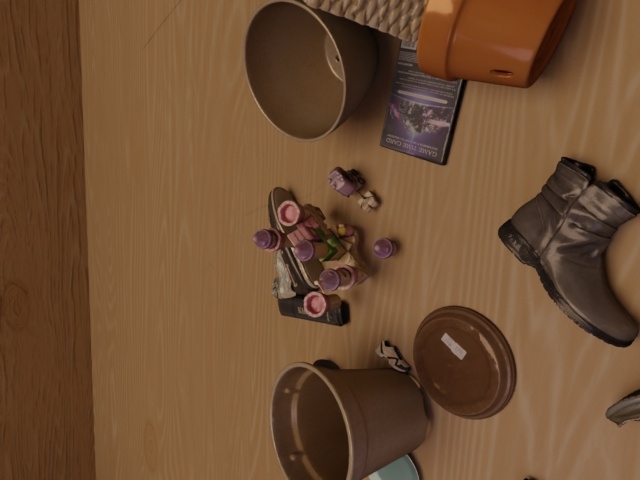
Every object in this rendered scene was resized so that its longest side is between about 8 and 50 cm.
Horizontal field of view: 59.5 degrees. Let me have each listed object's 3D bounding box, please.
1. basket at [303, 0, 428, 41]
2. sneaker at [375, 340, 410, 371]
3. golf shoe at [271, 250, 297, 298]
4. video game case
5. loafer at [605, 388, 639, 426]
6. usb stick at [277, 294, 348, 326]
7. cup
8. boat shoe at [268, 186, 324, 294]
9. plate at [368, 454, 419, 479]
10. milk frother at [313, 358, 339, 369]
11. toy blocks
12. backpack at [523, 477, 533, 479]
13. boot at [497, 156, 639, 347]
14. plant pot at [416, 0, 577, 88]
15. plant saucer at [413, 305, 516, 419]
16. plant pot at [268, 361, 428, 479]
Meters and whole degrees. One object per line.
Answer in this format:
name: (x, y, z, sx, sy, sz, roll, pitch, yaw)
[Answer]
basket: (0.105, -0.637, 1.161, 0.331, 0.329, 0.266, -58, 43, 35)
sneaker: (0.194, 0.306, 1.478, 0.109, 0.040, 0.043, 34, 104, 29)
golf shoe: (-0.101, 0.095, 1.734, 0.086, 0.069, 0.176, -1, 79, 13)
video game case: (0.244, -0.335, 1.325, 0.196, 0.026, 0.274, 27, 117, 40)
loafer: (0.630, 0.295, 0.987, 0.251, 0.095, 0.087, -38, 66, 43)
usb stick: (-0.028, 0.206, 1.684, 0.278, 0.045, 0.077, 3, 98, 45)
cup: (0.007, -0.435, 1.371, 0.331, 0.237, 0.330, 27, 133, 33)
boat shoe: (-0.094, 0.006, 1.670, 0.096, 0.112, 0.334, -31, 78, 39)
plate: (0.201, 0.636, 1.540, 0.188, 0.024, 0.188, 10, 105, 44)
milk frother: (0.029, 0.448, 1.646, 0.143, 0.129, 0.134, 15, 114, -2)
toy blocks: (0.000, 0.000, 1.408, 0.309, 0.260, 0.288, -43, 70, 20)
backpack: (0.455, 0.599, 1.214, 0.084, 0.105, 0.114, 20, 116, 43)
boot: (0.514, 0.016, 1.050, 0.338, 0.118, 0.222, 51, 124, 22)
plant pot: (0.343, -0.418, 1.050, 0.204, 0.291, 0.290, 30, 119, 20)
plant saucer: (0.329, 0.295, 1.338, 0.278, 0.041, 0.277, 9, 103, 45)
plant pot: (0.086, 0.451, 1.403, 0.334, 0.306, 0.333, 2, 92, 52)
